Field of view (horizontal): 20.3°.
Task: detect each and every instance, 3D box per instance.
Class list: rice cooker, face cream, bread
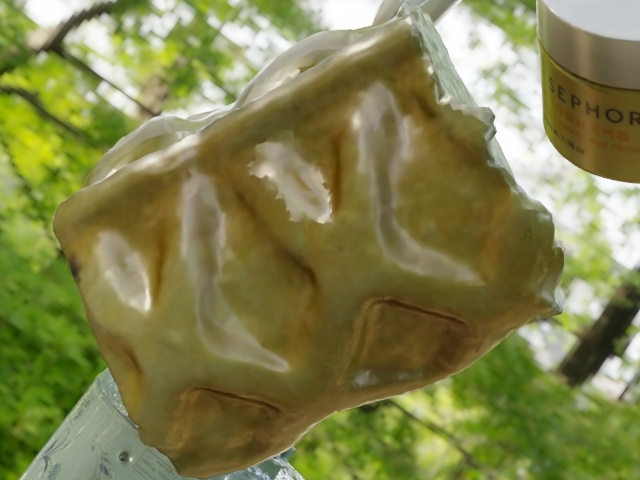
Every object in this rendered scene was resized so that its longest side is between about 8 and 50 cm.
[{"bbox_3d":[-0.166,0.274,1.624,0.264,0.316,0.316,38,-4,0],"label":"rice cooker"},{"bbox_3d":[0.324,-0.189,1.757,0.218,0.218,0.179,32,-34,36],"label":"face cream"},{"bbox_3d":[-0.003,-0.005,1.004,0.196,0.252,0.238,56,11,-14],"label":"bread"}]

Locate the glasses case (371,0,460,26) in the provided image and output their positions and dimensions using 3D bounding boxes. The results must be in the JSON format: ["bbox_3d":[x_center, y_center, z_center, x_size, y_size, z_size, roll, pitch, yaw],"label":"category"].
[{"bbox_3d":[0.112,-0.236,1.520,0.051,0.204,0.081,39,-24,7],"label":"glasses case"}]
